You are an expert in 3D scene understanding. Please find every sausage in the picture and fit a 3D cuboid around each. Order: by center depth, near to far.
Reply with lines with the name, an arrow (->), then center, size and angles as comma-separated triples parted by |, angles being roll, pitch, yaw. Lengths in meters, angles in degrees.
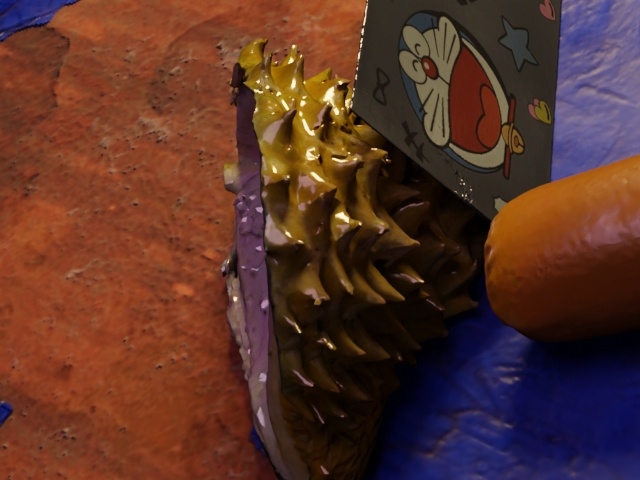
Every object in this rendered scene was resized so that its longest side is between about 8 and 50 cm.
sausage -> 0.202, -0.008, 1.029 | 0.238, 0.098, 0.098 | -16, 46, 23

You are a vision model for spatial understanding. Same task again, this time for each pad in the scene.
pad -> 0.086, -0.123, 1.149 | 0.006, 0.170, 0.245 | -27, 39, 37

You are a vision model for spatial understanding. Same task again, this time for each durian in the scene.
durian -> -0.003, -0.014, 1.095 | 0.185, 0.195, 0.305 | -13, 45, 13
